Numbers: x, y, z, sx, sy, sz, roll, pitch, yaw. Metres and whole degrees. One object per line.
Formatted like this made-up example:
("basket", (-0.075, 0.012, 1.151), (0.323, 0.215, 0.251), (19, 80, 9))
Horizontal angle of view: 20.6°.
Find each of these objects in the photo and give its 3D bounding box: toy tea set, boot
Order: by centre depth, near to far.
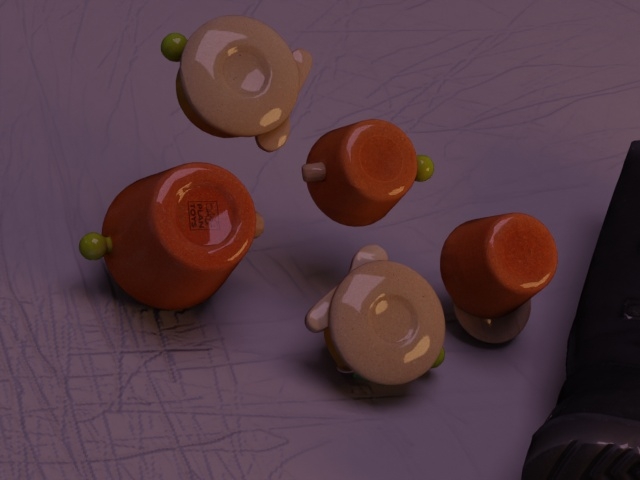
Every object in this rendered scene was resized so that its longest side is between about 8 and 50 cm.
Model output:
("toy tea set", (0.000, 0.000, 1.242), (0.336, 0.124, 0.200), (31, 67, -14))
("boot", (0.349, 0.109, 1.242), (0.367, 0.146, 0.445), (25, 31, 5))
